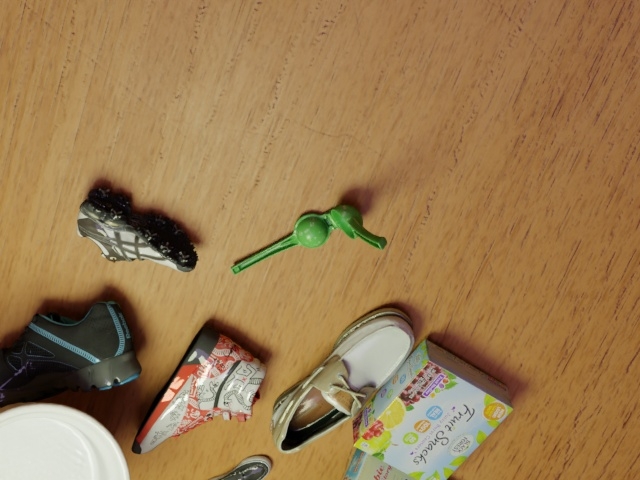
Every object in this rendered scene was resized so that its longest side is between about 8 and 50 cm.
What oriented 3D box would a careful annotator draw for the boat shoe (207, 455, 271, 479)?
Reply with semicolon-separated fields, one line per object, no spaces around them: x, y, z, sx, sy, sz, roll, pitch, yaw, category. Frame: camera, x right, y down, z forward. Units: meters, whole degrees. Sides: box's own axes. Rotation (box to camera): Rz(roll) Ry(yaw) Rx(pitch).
-0.146;0.419;1.871;0.142;0.040;0.049;-30;110;17;boat shoe

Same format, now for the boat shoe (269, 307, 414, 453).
0.038;0.235;1.735;0.113;0.103;0.302;38;112;-14;boat shoe

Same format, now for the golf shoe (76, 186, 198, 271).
-0.283;0.001;1.667;0.198;0.077;0.094;32;125;-4;golf shoe

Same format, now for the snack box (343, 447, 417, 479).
0.087;0.517;1.770;0.187;0.322;0.060;32;152;-12;snack box

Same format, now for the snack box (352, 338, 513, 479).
0.180;0.285;1.765;0.174;0.070;0.207;31;115;-17;snack box

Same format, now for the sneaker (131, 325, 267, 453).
-0.195;0.278;1.779;0.145;0.090;0.270;31;111;-8;sneaker

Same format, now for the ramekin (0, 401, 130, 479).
-0.438;0.375;1.643;0.277;0.135;0.277;0;91;-23;ramekin

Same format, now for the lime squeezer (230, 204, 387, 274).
0.000;0.000;1.631;0.310;0.110;0.059;-10;137;42;lime squeezer

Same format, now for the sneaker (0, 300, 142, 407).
-0.453;0.190;1.758;0.340;0.125;0.140;-13;87;13;sneaker
